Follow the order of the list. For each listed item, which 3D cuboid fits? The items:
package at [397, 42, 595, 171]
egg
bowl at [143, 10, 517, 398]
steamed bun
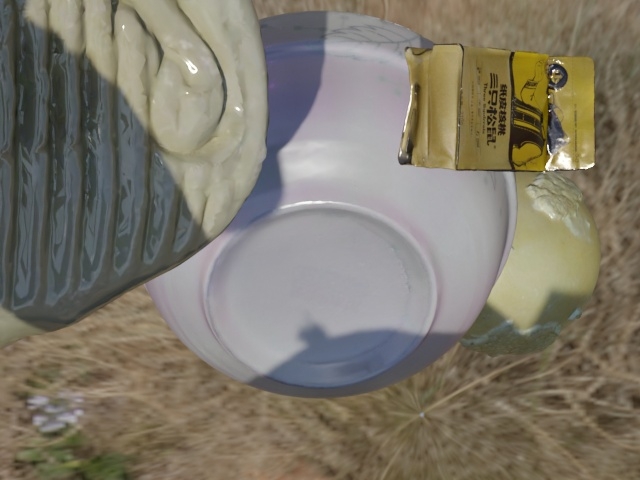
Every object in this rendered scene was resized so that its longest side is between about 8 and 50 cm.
[{"bbox_3d":[0.100,-0.073,1.050,0.047,0.131,0.071,0,92,42],"label":"package"},{"bbox_3d":[0.149,0.014,1.545,0.164,0.201,0.164,4,100,23],"label":"egg"},{"bbox_3d":[0.000,0.000,1.294,0.287,0.143,0.287,0,125,-1],"label":"bowl"},{"bbox_3d":[-0.218,-0.092,0.856,0.324,0.219,0.309,-39,124,-12],"label":"steamed bun"}]
